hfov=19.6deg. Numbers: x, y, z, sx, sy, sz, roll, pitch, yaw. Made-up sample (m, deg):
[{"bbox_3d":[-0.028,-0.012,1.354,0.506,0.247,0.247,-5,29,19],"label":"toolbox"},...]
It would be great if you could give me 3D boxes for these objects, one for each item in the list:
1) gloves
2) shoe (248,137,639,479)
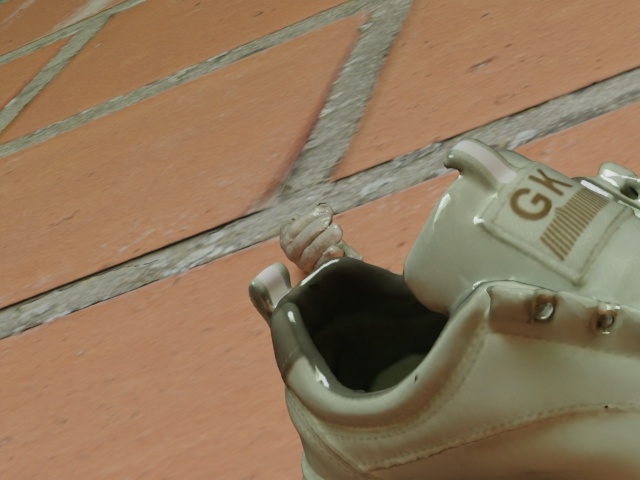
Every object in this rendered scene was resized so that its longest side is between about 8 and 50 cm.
[{"bbox_3d":[-0.001,0.002,1.019,0.081,0.044,0.037,150,140,-76],"label":"gloves"},{"bbox_3d":[0.098,0.031,0.591,0.316,0.159,0.124,-17,19,37],"label":"shoe"}]
